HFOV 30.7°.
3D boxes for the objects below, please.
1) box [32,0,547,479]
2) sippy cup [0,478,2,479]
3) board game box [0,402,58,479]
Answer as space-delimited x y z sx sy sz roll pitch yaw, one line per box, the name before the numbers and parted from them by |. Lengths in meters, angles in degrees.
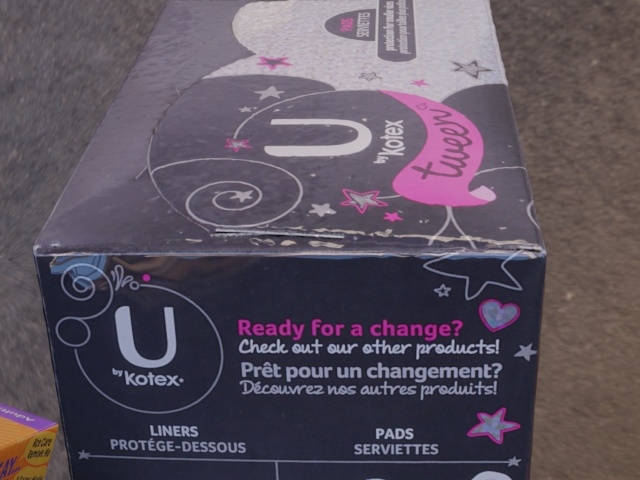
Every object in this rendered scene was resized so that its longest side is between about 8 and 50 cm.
box | 0.000 0.000 0.477 0.163 0.247 0.142 0 120 4
sippy cup | -0.178 0.172 0.357 0.305 0.224 0.240 -16 72 -51
board game box | -0.516 0.312 1.086 0.356 0.356 0.356 17 94 10
